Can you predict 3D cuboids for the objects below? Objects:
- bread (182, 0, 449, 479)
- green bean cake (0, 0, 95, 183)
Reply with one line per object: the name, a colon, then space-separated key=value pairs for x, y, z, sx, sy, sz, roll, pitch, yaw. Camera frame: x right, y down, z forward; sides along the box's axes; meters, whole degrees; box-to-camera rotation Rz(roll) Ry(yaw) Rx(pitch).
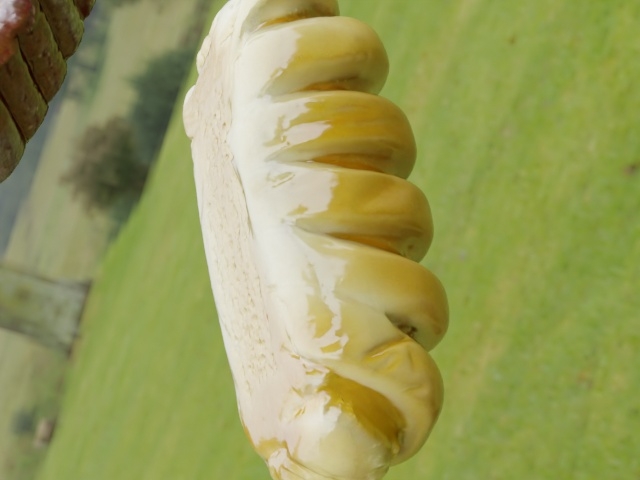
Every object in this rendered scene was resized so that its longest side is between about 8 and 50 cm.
bread: x=0.000 y=0.000 z=1.091 sx=0.173 sy=0.121 sz=0.311 roll=133 pitch=130 yaw=-61
green bean cake: x=-0.169 y=-0.079 z=0.749 sx=0.056 sy=0.135 sz=0.135 roll=68 pitch=-148 yaw=-50
